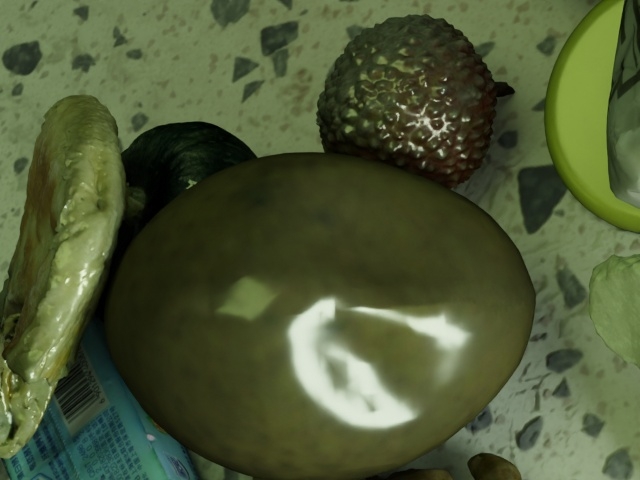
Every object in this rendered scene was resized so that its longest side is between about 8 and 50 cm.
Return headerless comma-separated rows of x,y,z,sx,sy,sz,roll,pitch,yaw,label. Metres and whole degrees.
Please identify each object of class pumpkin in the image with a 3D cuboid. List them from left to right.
-0.136,-0.010,1.802,0.211,0.152,0.212,-43,36,43,pumpkin

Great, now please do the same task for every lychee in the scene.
0.089,-0.120,1.729,0.197,0.165,0.165,-16,52,-16,lychee

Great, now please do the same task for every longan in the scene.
0.000,0.065,1.604,0.350,0.288,0.288,-4,60,-7,longan

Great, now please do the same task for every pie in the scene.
-0.229,0.020,1.696,0.337,0.075,0.338,-166,90,-77,pie

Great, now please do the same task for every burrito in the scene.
0.290,-0.205,1.545,0.101,0.139,0.446,7,57,8,burrito

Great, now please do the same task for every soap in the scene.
-0.209,0.195,1.804,0.156,0.077,0.293,-38,52,11,soap

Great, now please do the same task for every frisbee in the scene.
0.296,-0.120,1.665,0.236,0.017,0.236,-7,74,28,frisbee

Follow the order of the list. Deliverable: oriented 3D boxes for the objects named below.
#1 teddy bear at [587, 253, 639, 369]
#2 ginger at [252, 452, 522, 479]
0.448,0.041,1.433,0.362,0.375,0.327,-18,83,-19,teddy bear
0.067,0.239,1.613,0.333,0.080,0.166,4,64,36,ginger
